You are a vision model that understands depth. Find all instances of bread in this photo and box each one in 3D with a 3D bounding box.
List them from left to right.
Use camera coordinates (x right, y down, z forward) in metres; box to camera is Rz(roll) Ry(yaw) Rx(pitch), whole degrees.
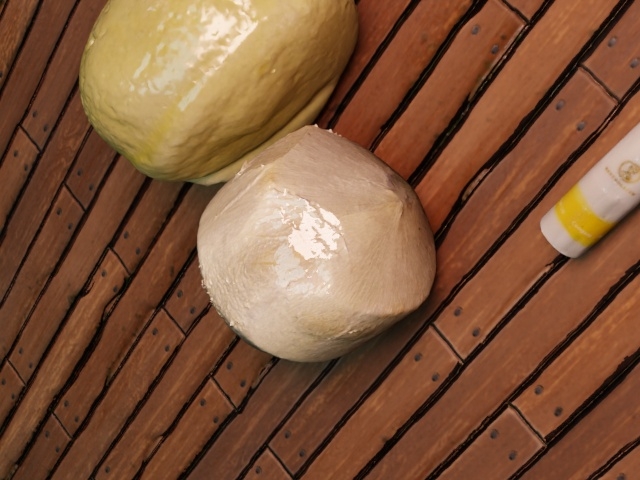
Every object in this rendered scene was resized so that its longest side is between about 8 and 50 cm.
[{"bbox_3d":[-0.117,-0.218,1.187,0.237,0.320,0.320,42,123,13],"label":"bread"}]

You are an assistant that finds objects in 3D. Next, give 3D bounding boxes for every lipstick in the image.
[{"bbox_3d":[0.315,-0.085,1.030,0.059,0.059,0.264,52,127,17],"label":"lipstick"}]

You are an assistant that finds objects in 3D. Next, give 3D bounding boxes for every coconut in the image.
[{"bbox_3d":[0.000,0.000,1.190,0.247,0.245,0.245,-41,75,37],"label":"coconut"}]
